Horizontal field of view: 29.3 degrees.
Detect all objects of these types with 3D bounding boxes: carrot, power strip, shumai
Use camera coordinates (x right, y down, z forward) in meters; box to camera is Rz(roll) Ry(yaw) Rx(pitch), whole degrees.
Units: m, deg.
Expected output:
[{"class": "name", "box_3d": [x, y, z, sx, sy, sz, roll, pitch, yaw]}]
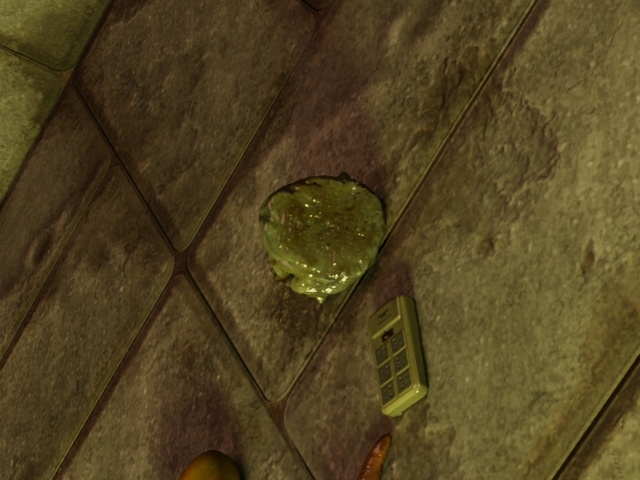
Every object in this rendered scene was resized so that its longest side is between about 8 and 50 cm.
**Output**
[{"class": "carrot", "box_3d": [0.054, 0.317, 1.536, 0.035, 0.035, 0.165, 12, 77, 57]}, {"class": "power strip", "box_3d": [0.098, 0.142, 1.589, 0.076, 0.028, 0.169, -42, 39, 34]}, {"class": "shumai", "box_3d": [0.006, -0.003, 1.764, 0.142, 0.184, 0.184, 122, 165, -79]}]

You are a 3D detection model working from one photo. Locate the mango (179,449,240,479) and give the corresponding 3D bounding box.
[{"class": "mango", "box_3d": [-0.178, 0.438, 1.731, 0.176, 0.119, 0.317, -29, 39, 48]}]
